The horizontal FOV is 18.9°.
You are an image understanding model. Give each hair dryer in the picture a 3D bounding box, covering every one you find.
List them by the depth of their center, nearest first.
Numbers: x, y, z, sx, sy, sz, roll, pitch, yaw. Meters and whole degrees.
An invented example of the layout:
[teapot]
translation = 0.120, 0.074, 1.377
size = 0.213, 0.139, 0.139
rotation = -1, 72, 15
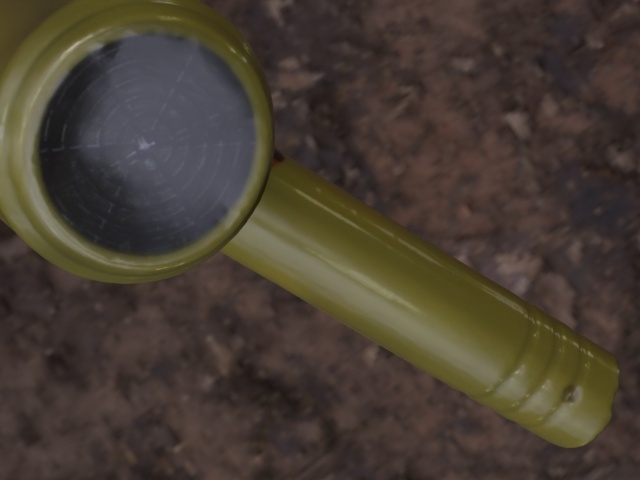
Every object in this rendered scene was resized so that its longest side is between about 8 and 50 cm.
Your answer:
[hair dryer]
translation = 0.000, 0.000, 0.638
size = 0.279, 0.090, 0.135
rotation = 30, 179, -27
